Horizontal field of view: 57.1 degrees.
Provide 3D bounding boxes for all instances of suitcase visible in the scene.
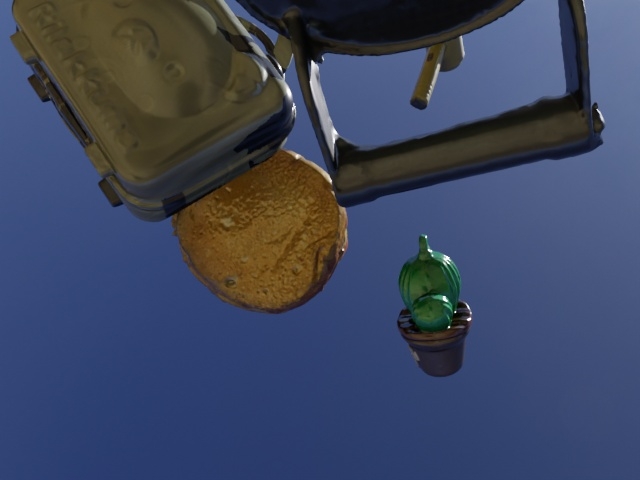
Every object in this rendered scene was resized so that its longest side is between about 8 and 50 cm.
[{"bbox_3d":[-0.198,-0.239,0.802,0.339,0.194,0.351,-32,-100,-20],"label":"suitcase"}]

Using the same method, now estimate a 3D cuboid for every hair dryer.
[{"bbox_3d":[0.262,-0.403,1.366,0.090,0.135,0.278,7,-122,26],"label":"hair dryer"}]

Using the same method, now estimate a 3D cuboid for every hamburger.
[{"bbox_3d":[-0.109,-0.023,1.037,0.314,0.170,0.289,32,-92,6],"label":"hamburger"}]

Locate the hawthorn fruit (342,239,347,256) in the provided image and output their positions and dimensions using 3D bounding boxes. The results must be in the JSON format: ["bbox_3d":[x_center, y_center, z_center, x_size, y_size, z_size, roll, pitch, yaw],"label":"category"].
[{"bbox_3d":[0.000,0.000,1.359,0.128,0.128,0.128,-11,-118,22],"label":"hawthorn fruit"}]

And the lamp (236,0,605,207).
[{"bbox_3d":[0.035,-0.250,0.334,0.205,0.374,0.272,-12,-138,14],"label":"lamp"}]

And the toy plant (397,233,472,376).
[{"bbox_3d":[0.155,0.093,0.823,0.105,0.200,0.143,-10,-160,16],"label":"toy plant"}]
